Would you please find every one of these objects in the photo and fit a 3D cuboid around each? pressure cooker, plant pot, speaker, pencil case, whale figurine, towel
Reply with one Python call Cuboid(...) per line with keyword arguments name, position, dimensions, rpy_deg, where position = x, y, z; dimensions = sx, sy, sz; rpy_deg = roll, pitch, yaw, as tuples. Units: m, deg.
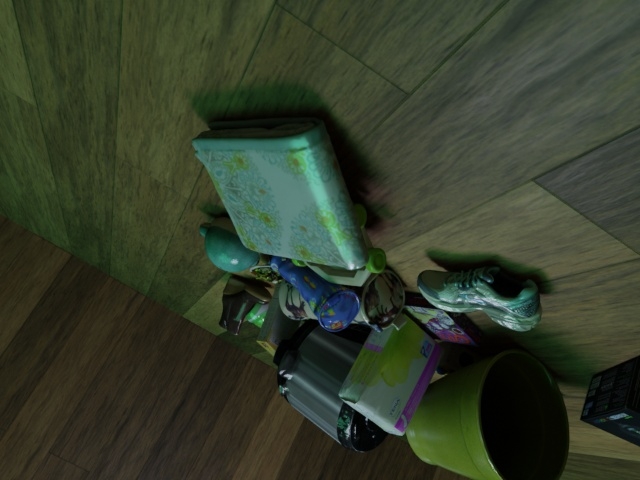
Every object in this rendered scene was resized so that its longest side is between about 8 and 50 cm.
Cuboid(name="pressure cooker", position=(0.059, 0.439, 1.945), dimensions=(0.420, 0.375, 0.370), rpy_deg=(26, 143, 40))
Cuboid(name="plant pot", position=(0.437, 0.513, 1.670), dimensions=(0.366, 0.367, 0.353), rpy_deg=(36, 147, -21))
Cuboid(name="speaker", position=(-0.162, 0.331, 2.367), dimensions=(0.296, 0.131, 0.131), rpy_deg=(36, 157, -20))
Cuboid(name="pencil case", position=(-0.021, 0.107, 1.561), dimensions=(0.306, 0.119, 0.133), rpy_deg=(43, 171, 46))
Cuboid(name="whale figurine", position=(-0.292, 0.031, 1.826), dimensions=(0.216, 0.141, 0.272), rpy_deg=(34, 158, -17))
Cuboid(name="towel", position=(-0.087, -0.102, 1.251), dimensions=(0.374, 0.090, 0.321), rpy_deg=(9, 134, 42))
Cuboid(name="pencil case", position=(0.051, 0.167, 1.696), dimensions=(0.410, 0.160, 0.184), rpy_deg=(-2, 115, 50))

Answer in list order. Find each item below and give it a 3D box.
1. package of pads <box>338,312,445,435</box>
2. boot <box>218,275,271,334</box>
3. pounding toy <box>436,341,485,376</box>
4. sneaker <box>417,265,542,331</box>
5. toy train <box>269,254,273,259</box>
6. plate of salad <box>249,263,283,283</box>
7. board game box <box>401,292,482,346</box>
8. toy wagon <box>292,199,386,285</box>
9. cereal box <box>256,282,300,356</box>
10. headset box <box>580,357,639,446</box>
Cuboid(name="package of pads", position=(0.205, 0.372, 1.675), dimensions=(0.229, 0.297, 0.101), rpy_deg=(41, 159, -30))
Cuboid(name="boot", position=(-0.290, 0.265, 2.254), dimensions=(0.248, 0.207, 0.090), rpy_deg=(19, -170, 42))
Cuboid(name="pounding toy", position=(0.399, 0.364, 1.825), dimensions=(0.206, 0.094, 0.181), rpy_deg=(30, 158, -6))
Cuboid(name="sneaker", position=(0.352, 0.097, 1.313), dimensions=(0.283, 0.110, 0.122), rpy_deg=(13, 136, 27))
Cuboid(name="toy train", position=(-0.146, 0.053, 1.859), dimensions=(0.036, 0.027, 0.158), rpy_deg=(26, 158, 9))
Cuboid(name="plate of salad", position=(-0.131, 0.119, 1.902), dimensions=(0.199, 0.048, 0.200), rpy_deg=(7, 162, 2))
Cuboid(name="board game box", position=(0.272, 0.219, 1.719), dimensions=(0.346, 0.056, 0.208), rpy_deg=(0, 150, 49))
Cuboid(name="toy wagon", position=(0.002, -0.043, 1.351), dimensions=(0.267, 0.068, 0.344), rpy_deg=(2, 127, 45))
Cuboid(name="cereal box", position=(-0.131, 0.278, 2.056), dimensions=(0.047, 0.240, 0.173), rpy_deg=(2, 148, 28))
Cuboid(name="headset box", position=(0.820, 0.419, 1.406), dimensions=(0.283, 0.131, 0.246), rpy_deg=(24, 159, 8))
